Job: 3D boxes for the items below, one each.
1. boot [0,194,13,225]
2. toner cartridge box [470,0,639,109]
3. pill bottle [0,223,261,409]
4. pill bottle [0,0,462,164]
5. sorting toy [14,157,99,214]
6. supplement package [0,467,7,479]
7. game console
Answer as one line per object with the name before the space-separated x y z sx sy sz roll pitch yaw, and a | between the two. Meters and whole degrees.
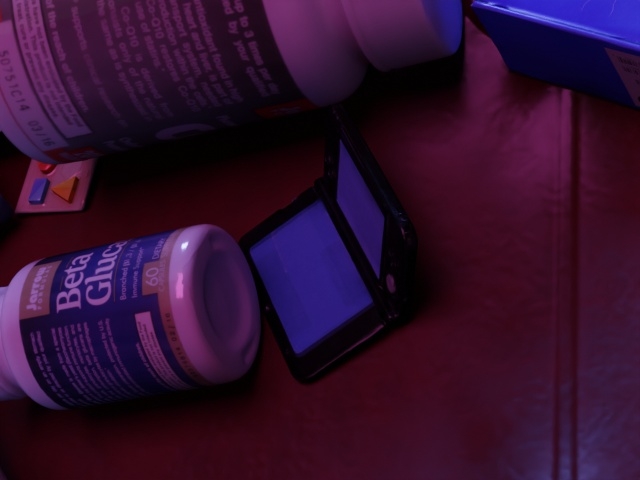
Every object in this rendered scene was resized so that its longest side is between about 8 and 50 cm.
boot | -0.297 -0.037 1.057 0.086 0.069 0.190 -41 52 -17
toner cartridge box | 0.251 -0.235 0.869 0.165 0.075 0.348 25 74 37
pill bottle | -0.130 0.050 0.879 0.169 0.094 0.094 -12 55 22
pill bottle | -0.064 -0.151 0.927 0.283 0.161 0.161 -10 56 18
sorting toy | -0.180 -0.057 1.031 0.062 0.012 0.083 -4 59 27
supplement package | -0.285 0.126 0.849 0.139 0.134 0.244 -37 67 4
game console | 0.000 0.000 0.860 0.071 0.107 0.122 -15 49 -15
